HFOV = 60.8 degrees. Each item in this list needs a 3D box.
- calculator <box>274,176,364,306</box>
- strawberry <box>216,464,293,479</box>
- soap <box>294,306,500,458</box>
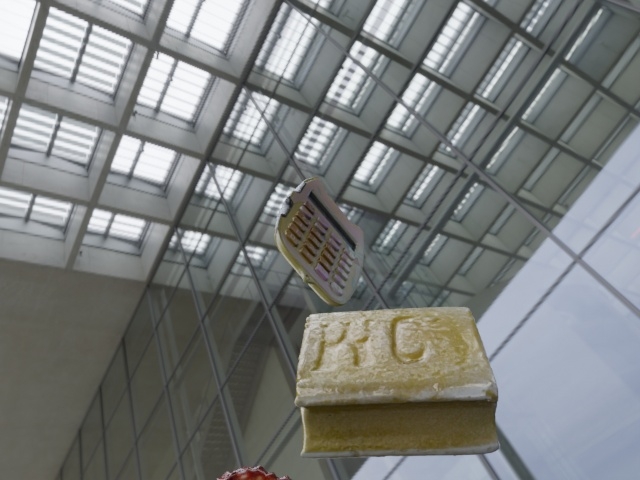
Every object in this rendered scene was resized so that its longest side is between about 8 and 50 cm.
[{"bbox_3d":[0.000,0.000,0.772,0.033,0.236,0.157,-34,-76,24],"label":"calculator"},{"bbox_3d":[-0.070,0.333,0.538,0.286,0.188,0.106,19,-39,-2],"label":"strawberry"},{"bbox_3d":[0.125,0.244,0.979,0.334,0.293,0.156,-3,-73,8],"label":"soap"}]
